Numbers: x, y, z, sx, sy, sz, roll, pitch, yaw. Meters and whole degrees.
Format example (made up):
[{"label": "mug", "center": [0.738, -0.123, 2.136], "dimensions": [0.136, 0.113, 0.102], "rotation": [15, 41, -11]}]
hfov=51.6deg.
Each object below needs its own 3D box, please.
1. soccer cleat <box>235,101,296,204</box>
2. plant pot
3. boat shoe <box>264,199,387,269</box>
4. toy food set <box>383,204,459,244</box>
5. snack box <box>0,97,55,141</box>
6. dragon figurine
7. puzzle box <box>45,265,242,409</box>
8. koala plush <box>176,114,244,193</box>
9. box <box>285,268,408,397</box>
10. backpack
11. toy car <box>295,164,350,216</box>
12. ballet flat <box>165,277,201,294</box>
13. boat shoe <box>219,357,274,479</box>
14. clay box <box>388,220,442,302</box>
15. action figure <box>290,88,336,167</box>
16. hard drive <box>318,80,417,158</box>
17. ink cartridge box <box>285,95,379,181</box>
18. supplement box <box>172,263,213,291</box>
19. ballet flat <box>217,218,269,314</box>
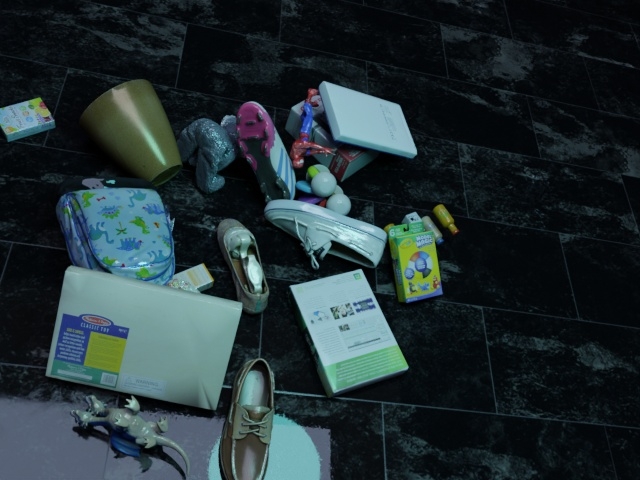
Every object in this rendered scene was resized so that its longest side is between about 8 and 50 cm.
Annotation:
[{"label": "soccer cleat", "center": [-0.156, -0.257, 1.947], "dimensions": [0.116, 0.331, 0.143], "rotation": [-9, 25, 20]}, {"label": "plant pot", "center": [-0.516, -0.285, 1.897], "dimensions": [0.237, 0.237, 0.254], "rotation": [-33, 87, -32]}, {"label": "boat shoe", "center": [0.000, 0.004, 1.909], "dimensions": [0.367, 0.136, 0.156], "rotation": [18, 67, -3]}, {"label": "toy food set", "center": [0.302, -0.017, 2.021], "dimensions": [0.232, 0.111, 0.104], "rotation": [-20, 65, -30]}, {"label": "snack box", "center": [-0.862, -0.353, 1.926], "dimensions": [0.141, 0.037, 0.100], "rotation": [-26, 67, -30]}, {"label": "dragon figurine", "center": [-0.421, 0.435, 1.506], "dimensions": [0.289, 0.144, 0.085], "rotation": [37, 50, -15]}, {"label": "puzzle box", "center": [-0.412, 0.230, 1.554], "dimensions": [0.409, 0.272, 0.052], "rotation": [14, 14, -9]}, {"label": "koala plush", "center": [-0.288, -0.286, 1.984], "dimensions": [0.221, 0.203, 0.196], "rotation": [-25, 67, -42]}, {"label": "box", "center": [0.069, 0.246, 1.808], "dimensions": [0.233, 0.058, 0.321], "rotation": [-12, 60, -24]}, {"label": "backpack", "center": [-0.507, 0.006, 1.688], "dimensions": [0.290, 0.273, 0.355], "rotation": [0, 70, -35]}, {"label": "toy car", "center": [-0.003, -0.132, 1.984], "dimensions": [0.136, 0.159, 0.182], "rotation": [-34, 112, 3]}, {"label": "ballet flat", "center": [-0.301, 0.200, 1.632], "dimensions": [0.091, 0.077, 0.240], "rotation": [-30, 112, -2]}, {"label": "boat shoe", "center": [-0.168, 0.429, 1.570], "dimensions": [0.123, 0.116, 0.324], "rotation": [7, 56, -13]}, {"label": "clay box", "center": [0.276, 0.060, 1.932], "dimensions": [0.128, 0.053, 0.221], "rotation": [-11, 95, -23]}, {"label": "action figure", "center": [-0.011, -0.322, 2.011], "dimensions": [0.139, 0.091, 0.280], "rotation": [17, 60, -3]}, {"label": "hard drive", "center": [0.151, -0.374, 2.078], "dimensions": [0.319, 0.040, 0.210], "rotation": [7, 56, -37]}, {"label": "ink cartridge box", "center": [0.049, -0.354, 2.167], "dimensions": [0.273, 0.114, 0.197], "rotation": [44, 56, 14]}, {"label": "supplement box", "center": [-0.345, 0.111, 1.778], "dimensions": [0.099, 0.036, 0.062], "rotation": [-23, 67, -29]}, {"label": "ballet flat", "center": [-0.204, 0.048, 1.822], "dimensions": [0.108, 0.106, 0.315], "rotation": [-11, 61, -24]}]
